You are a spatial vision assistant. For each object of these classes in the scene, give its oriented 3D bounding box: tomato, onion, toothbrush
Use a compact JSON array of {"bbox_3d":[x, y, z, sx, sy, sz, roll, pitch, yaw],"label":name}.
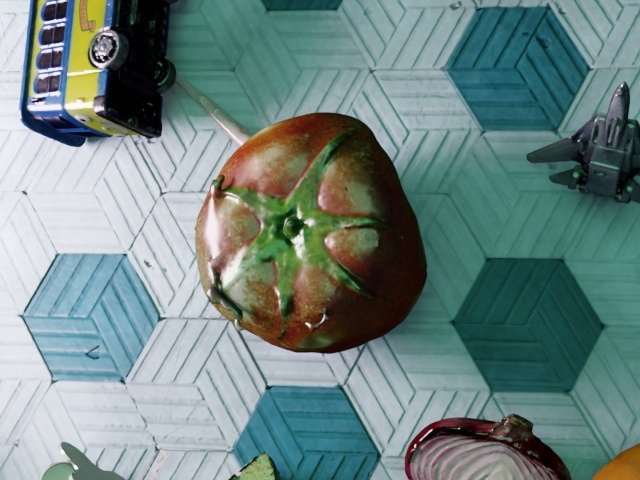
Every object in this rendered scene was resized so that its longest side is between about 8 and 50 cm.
[{"bbox_3d":[0.000,0.000,1.872,0.303,0.239,0.304,-2,83,19],"label":"tomato"},{"bbox_3d":[0.216,0.269,1.844,0.205,0.098,0.151,24,107,7],"label":"onion"},{"bbox_3d":[-0.146,-0.179,2.041,0.025,0.029,0.307,-44,75,-11],"label":"toothbrush"}]

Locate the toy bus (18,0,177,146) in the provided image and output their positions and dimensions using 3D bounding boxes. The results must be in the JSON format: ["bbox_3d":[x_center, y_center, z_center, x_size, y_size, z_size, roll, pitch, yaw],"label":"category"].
[{"bbox_3d":[-0.296,-0.281,2.009,0.175,0.138,0.288,-4,76,30],"label":"toy bus"}]

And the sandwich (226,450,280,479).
[{"bbox_3d":[-0.100,0.426,1.883,0.245,0.063,0.212,-39,78,-1],"label":"sandwich"}]

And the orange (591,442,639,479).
[{"bbox_3d":[0.422,0.345,1.762,0.240,0.171,0.240,-3,78,12],"label":"orange"}]

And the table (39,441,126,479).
[{"bbox_3d":[-0.334,0.385,1.883,0.166,0.166,0.198,42,94,15],"label":"table"}]

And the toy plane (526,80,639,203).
[{"bbox_3d":[0.357,-0.112,1.827,0.212,0.267,0.088,14,74,11],"label":"toy plane"}]
